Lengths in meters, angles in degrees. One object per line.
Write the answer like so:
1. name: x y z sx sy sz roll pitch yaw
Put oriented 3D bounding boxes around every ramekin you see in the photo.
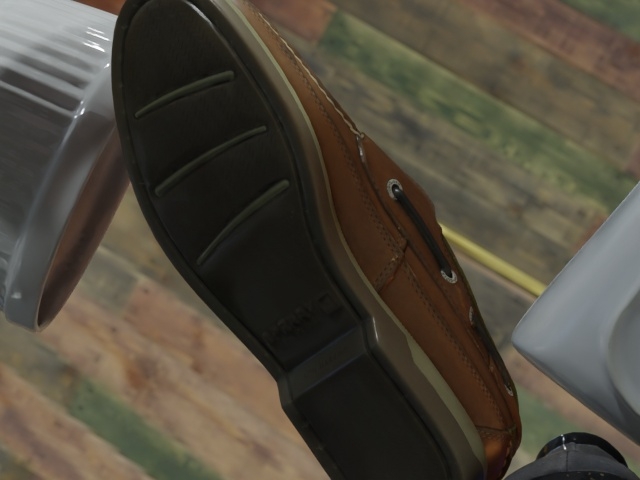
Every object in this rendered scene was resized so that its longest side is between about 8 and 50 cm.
1. ramekin: -0.180 -0.057 0.987 0.109 0.207 0.207 26 6 -1

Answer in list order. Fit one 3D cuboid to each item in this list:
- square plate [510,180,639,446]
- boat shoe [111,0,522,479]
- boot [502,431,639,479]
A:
1. square plate: 0.324 0.054 0.870 0.344 0.347 0.049 40 32 9
2. boat shoe: 0.000 0.000 0.816 0.104 0.111 0.307 -32 96 -52
3. boot: 0.136 0.184 0.882 0.118 0.338 0.222 3 40 9
